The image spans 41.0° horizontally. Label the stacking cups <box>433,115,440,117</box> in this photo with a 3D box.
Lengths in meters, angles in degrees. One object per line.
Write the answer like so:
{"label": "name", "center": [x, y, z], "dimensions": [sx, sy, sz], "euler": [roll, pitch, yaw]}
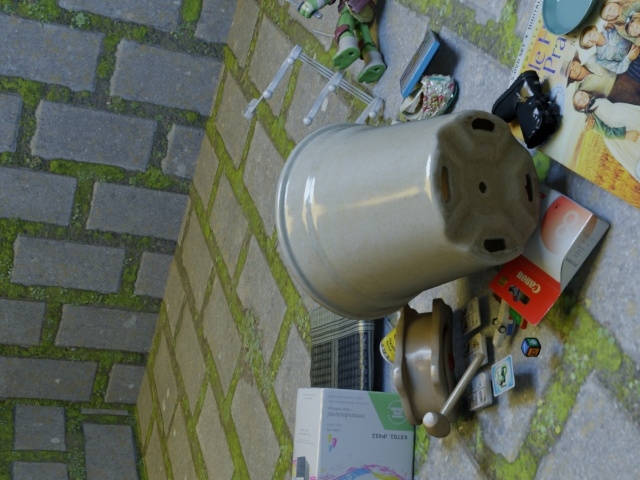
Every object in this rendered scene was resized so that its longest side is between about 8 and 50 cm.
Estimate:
{"label": "stacking cups", "center": [0.194, -0.067, 1.575], "dimensions": [0.096, 0.095, 0.316], "euler": [-119, 42, -55]}

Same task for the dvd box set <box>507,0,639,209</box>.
{"label": "dvd box set", "center": [0.404, -0.238, 1.159], "dimensions": [0.420, 0.062, 0.308], "euler": [-125, 47, -61]}

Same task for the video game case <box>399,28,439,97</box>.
{"label": "video game case", "center": [0.192, -0.348, 1.671], "dimensions": [0.119, 0.015, 0.166], "euler": [-59, 8, 20]}

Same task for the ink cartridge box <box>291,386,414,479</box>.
{"label": "ink cartridge box", "center": [0.058, 0.457, 1.586], "dimensions": [0.119, 0.207, 0.354], "euler": [-18, 67, 63]}

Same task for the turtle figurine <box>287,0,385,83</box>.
{"label": "turtle figurine", "center": [0.036, -0.481, 1.976], "dimensions": [0.198, 0.274, 0.266], "euler": [68, -171, -59]}

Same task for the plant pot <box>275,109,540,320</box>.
{"label": "plant pot", "center": [0.151, -0.054, 1.307], "dimensions": [0.305, 0.333, 0.334], "euler": [-13, 70, 53]}

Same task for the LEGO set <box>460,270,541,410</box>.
{"label": "LEGO set", "center": [0.292, 0.158, 1.358], "dimensions": [0.244, 0.060, 0.183], "euler": [118, 152, -64]}

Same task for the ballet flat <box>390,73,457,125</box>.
{"label": "ballet flat", "center": [0.184, -0.236, 1.682], "dimensions": [0.091, 0.077, 0.241], "euler": [-89, 20, -46]}

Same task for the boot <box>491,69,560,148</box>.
{"label": "boot", "center": [0.302, -0.181, 1.265], "dimensions": [0.121, 0.045, 0.099], "euler": [122, 141, -55]}

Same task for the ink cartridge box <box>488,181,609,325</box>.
{"label": "ink cartridge box", "center": [0.318, 0.016, 1.254], "dimensions": [0.179, 0.045, 0.145], "euler": [-54, 28, 8]}

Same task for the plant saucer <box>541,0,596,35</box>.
{"label": "plant saucer", "center": [0.357, -0.346, 1.204], "dimensions": [0.119, 0.021, 0.120], "euler": [-172, 90, -68]}

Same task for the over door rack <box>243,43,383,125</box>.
{"label": "over door rack", "center": [-0.030, -0.292, 1.995], "dimensions": [0.324, 0.239, 0.108], "euler": [-36, 25, 59]}

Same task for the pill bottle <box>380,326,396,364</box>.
{"label": "pill bottle", "center": [0.164, 0.185, 1.607], "dimensions": [0.116, 0.065, 0.065], "euler": [129, 143, -51]}

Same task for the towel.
{"label": "towel", "center": [0.048, 0.275, 1.861], "dimensions": [0.324, 0.056, 0.313], "euler": [150, 123, -66]}

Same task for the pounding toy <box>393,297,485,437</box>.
{"label": "pounding toy", "center": [0.214, 0.222, 1.438], "dimensions": [0.154, 0.154, 0.270], "euler": [59, -151, -47]}
